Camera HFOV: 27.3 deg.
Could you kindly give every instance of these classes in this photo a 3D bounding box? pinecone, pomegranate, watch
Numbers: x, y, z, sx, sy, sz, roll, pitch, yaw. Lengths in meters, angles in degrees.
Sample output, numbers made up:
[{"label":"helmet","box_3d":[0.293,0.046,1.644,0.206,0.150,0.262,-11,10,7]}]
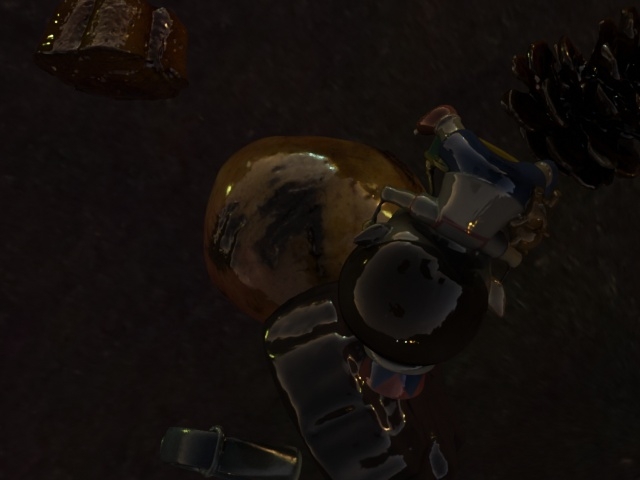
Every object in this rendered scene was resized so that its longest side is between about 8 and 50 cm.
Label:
[{"label":"pinecone","box_3d":[0.386,-0.200,1.797,0.309,0.244,0.244,-40,70,39]},{"label":"pomegranate","box_3d":[0.000,0.000,1.760,0.322,0.322,0.322,-2,81,15]},{"label":"watch","box_3d":[-0.124,0.295,1.783,0.193,0.206,0.068,12,77,-1]}]

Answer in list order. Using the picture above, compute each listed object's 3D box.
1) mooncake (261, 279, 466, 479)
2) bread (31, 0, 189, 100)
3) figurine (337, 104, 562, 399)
[{"label":"mooncake","box_3d":[0.059,0.174,1.492,0.141,0.283,0.283,-32,74,14]},{"label":"bread","box_3d":[-0.312,-0.283,2.004,0.247,0.232,0.135,2,74,40]},{"label":"figurine","box_3d":[0.104,0.019,1.240,0.161,0.158,0.275,30,101,-7]}]
